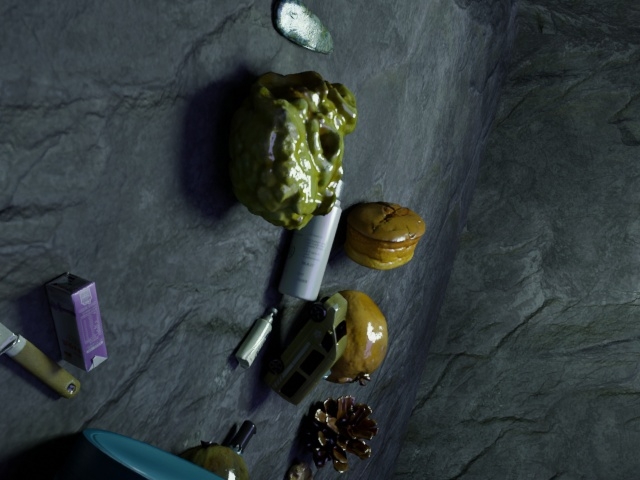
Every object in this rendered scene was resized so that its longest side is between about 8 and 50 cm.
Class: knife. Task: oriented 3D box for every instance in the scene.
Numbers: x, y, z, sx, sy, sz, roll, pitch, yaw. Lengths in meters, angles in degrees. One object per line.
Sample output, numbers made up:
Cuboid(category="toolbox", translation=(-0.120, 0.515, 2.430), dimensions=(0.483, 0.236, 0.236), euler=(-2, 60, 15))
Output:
Cuboid(category="knife", translation=(-0.355, 0.114, 0.585), dimensions=(0.047, 0.017, 0.297), euler=(-53, 149, -28))

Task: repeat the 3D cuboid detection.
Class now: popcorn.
Cuboid(category="popcorn", translation=(-0.052, -0.170, 0.897), dimensions=(0.225, 0.174, 0.285), euler=(39, 67, -56))

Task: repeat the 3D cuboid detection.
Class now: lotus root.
Cuboid(category="lotus root", translation=(-0.205, 0.498, 0.923), dimensions=(0.160, 0.152, 0.274), euler=(43, 49, -43))

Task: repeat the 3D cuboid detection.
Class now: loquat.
Cuboid(category="loquat", translation=(0.060, 0.239, 1.322), dimensions=(0.193, 0.238, 0.238), euler=(18, 87, -37))

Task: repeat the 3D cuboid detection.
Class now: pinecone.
Cuboid(category="pinecone", translation=(0.058, 0.551, 1.518), dimensions=(0.229, 0.201, 0.202), euler=(35, 41, -34))

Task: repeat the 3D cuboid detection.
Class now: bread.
Cuboid(category="bread", translation=(0.171, -0.024, 1.433), dimensions=(0.270, 0.196, 0.142), euler=(-29, 139, -55))

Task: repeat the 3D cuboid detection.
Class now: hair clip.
Cuboid(category="hair clip", translation=(-0.018, -0.390, 1.001), dimensions=(0.229, 0.036, 0.065), euler=(-2, 112, -65))

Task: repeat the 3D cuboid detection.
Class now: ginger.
Cuboid(category="ginger", translation=(-0.052, 0.677, 1.526), dimensions=(0.069, 0.051, 0.173), euler=(-57, 149, -27))

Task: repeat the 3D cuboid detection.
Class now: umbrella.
Cuboid(category="umbrella", translation=(-0.207, 0.475, 1.070), dimensions=(0.250, 0.052, 0.053), euler=(-56, 168, -33))

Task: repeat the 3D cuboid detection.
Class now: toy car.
Cuboid(category="toy car", translation=(-0.012, 0.240, 1.184), dimensions=(0.256, 0.124, 0.101), euler=(-53, 169, 15))

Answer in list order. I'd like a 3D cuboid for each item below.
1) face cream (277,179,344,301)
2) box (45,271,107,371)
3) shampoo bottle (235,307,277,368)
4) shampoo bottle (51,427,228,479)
Cuboid(category="face cream", translation=(-0.010, -0.026, 1.160), dimensions=(0.092, 0.092, 0.311), euler=(18, 88, -66))
Cuboid(category="box", translation=(-0.300, 0.102, 0.659), dimensions=(0.036, 0.051, 0.117), euler=(-36, 134, -53))
Cuboid(category="shampoo bottle", translation=(-0.128, 0.196, 1.104), dimensions=(0.141, 0.034, 0.048), euler=(-59, 146, -34))
Cuboid(category="shampoo bottle", translation=(-0.236, 0.467, 0.664), dimensions=(0.342, 0.332, 0.331), euler=(-65, 154, -20))
